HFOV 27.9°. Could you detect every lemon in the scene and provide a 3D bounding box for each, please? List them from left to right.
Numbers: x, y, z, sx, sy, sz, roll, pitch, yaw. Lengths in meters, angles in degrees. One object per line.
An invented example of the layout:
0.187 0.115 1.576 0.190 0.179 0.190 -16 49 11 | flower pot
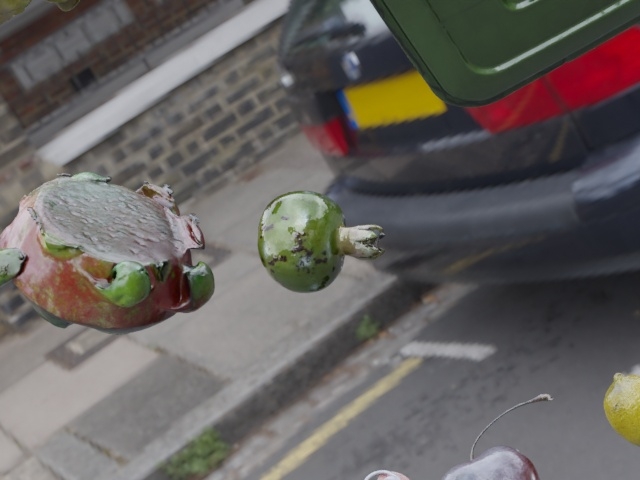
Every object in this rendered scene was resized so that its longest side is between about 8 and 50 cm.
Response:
0.419 0.224 1.708 0.082 0.111 0.082 -38 7 6 | lemon

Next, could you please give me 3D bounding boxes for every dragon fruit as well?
-0.264 0.018 1.577 0.295 0.268 0.130 -111 41 -61 | dragon fruit

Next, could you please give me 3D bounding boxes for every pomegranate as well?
0.000 0.000 1.397 0.142 0.114 0.114 0 27 17 | pomegranate

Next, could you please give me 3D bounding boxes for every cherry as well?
0.235 0.301 1.553 0.188 0.115 0.148 -29 24 5 | cherry

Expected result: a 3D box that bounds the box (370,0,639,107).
0.187 -0.298 1.080 0.328 0.253 0.178 -27 37 15 | box

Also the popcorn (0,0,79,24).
-0.275 -0.247 0.989 0.187 0.185 0.167 -13 25 5 | popcorn

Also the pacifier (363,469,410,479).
0.107 0.428 2.140 0.081 0.078 0.099 34 49 28 | pacifier
